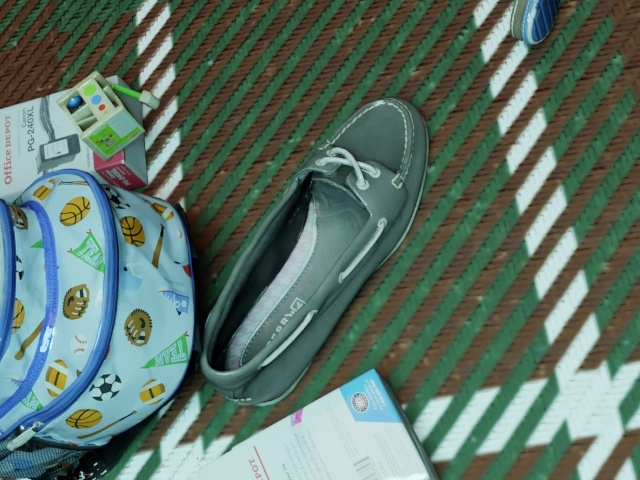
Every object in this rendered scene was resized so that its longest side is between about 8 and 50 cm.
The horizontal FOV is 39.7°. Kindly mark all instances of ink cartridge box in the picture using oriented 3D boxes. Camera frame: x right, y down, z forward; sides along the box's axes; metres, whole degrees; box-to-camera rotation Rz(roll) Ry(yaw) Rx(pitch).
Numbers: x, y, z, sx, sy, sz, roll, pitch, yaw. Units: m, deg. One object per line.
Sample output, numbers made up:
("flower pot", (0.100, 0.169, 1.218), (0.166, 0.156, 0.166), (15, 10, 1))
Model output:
("ink cartridge box", (-0.270, -0.100, 0.957), (0.150, 0.063, 0.109), (-14, 68, 11))
("ink cartridge box", (-0.003, 0.203, 0.764), (0.181, 0.061, 0.104), (-30, 64, 5))

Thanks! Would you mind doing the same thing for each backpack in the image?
("backpack", (-0.238, 0.063, 0.786), (0.263, 0.213, 0.276), (-28, 64, 25))

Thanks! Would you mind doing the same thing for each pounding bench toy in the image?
("pounding bench toy", (-0.209, -0.136, 0.889), (0.083, 0.052, 0.065), (-37, 65, -1))

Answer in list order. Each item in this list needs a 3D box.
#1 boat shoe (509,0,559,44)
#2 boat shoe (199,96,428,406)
("boat shoe", (0.204, -0.269, 0.875), (0.066, 0.066, 0.183), (7, 63, 24))
("boat shoe", (0.000, 0.000, 0.818), (0.112, 0.095, 0.335), (26, 80, 24))
